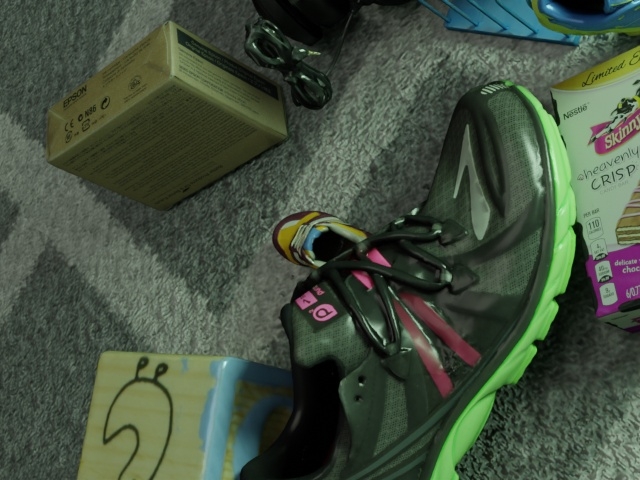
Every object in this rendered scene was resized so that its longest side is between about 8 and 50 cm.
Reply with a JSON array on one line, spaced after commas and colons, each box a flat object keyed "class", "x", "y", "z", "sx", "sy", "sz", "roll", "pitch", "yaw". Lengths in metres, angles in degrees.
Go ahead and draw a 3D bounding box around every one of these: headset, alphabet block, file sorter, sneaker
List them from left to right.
[{"class": "alphabet block", "x": -0.115, "y": 0.223, "z": 1.126, "sx": 0.197, "sy": 0.193, "sz": 0.192, "roll": -5, "pitch": 71, "yaw": 41}, {"class": "sneaker", "x": 0.000, "y": 0.000, "z": 1.176, "sx": 0.185, "sy": 0.084, "sz": 0.069, "roll": 14, "pitch": 85, "yaw": 43}, {"class": "headset", "x": 0.002, "y": -0.323, "z": 1.219, "sx": 0.243, "sy": 0.185, "sz": 0.394, "roll": -17, "pitch": 53, "yaw": 37}, {"class": "sneaker", "x": 0.076, "y": 0.070, "z": 0.983, "sx": 0.483, "sy": 0.202, "sz": 0.185, "roll": -67, "pitch": 22, "yaw": 0}, {"class": "file sorter", "x": 0.187, "y": -0.280, "z": 1.094, "sx": 0.170, "sy": 0.104, "sz": 0.118, "roll": 19, "pitch": 89, "yaw": 44}, {"class": "sneaker", "x": 0.298, "y": -0.216, "z": 0.925, "sx": 0.240, "sy": 0.126, "sz": 0.091, "roll": -8, "pitch": 103, "yaw": 24}]

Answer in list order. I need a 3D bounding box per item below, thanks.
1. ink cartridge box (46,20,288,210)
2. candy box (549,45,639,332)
[{"class": "ink cartridge box", "x": -0.190, "y": -0.144, "z": 1.322, "sx": 0.235, "sy": 0.193, "sz": 0.088, "roll": -27, "pitch": 57, "yaw": 32}, {"class": "candy box", "x": 0.302, "y": -0.056, "z": 0.934, "sx": 0.159, "sy": 0.071, "sz": 0.233, "roll": -24, "pitch": 60, "yaw": 35}]
